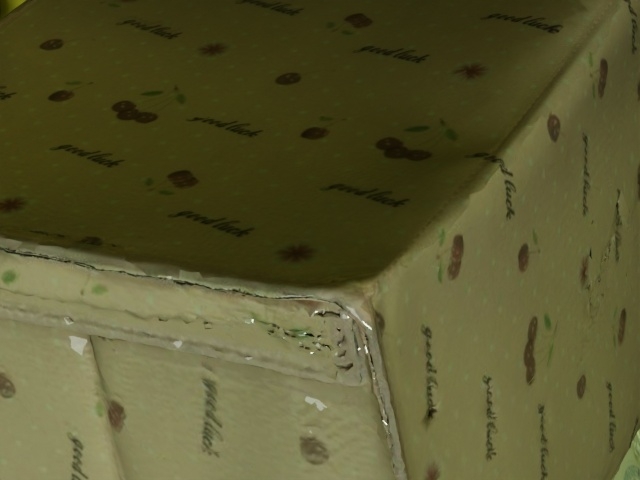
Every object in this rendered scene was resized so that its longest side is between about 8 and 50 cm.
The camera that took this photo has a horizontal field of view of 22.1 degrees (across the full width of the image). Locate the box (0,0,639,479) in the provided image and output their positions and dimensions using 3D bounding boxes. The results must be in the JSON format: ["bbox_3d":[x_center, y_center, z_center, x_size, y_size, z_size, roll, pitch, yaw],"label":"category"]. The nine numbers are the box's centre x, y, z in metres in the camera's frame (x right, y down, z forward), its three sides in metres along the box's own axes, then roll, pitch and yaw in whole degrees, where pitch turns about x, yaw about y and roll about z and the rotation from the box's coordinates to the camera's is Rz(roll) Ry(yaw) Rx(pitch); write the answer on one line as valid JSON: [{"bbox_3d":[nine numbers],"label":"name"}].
[{"bbox_3d":[0.000,0.000,0.604,0.225,0.297,0.190,7,126,28],"label":"box"}]

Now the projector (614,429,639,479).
[{"bbox_3d":[0.056,0.146,0.743,0.243,0.177,0.163,-12,111,38],"label":"projector"}]
